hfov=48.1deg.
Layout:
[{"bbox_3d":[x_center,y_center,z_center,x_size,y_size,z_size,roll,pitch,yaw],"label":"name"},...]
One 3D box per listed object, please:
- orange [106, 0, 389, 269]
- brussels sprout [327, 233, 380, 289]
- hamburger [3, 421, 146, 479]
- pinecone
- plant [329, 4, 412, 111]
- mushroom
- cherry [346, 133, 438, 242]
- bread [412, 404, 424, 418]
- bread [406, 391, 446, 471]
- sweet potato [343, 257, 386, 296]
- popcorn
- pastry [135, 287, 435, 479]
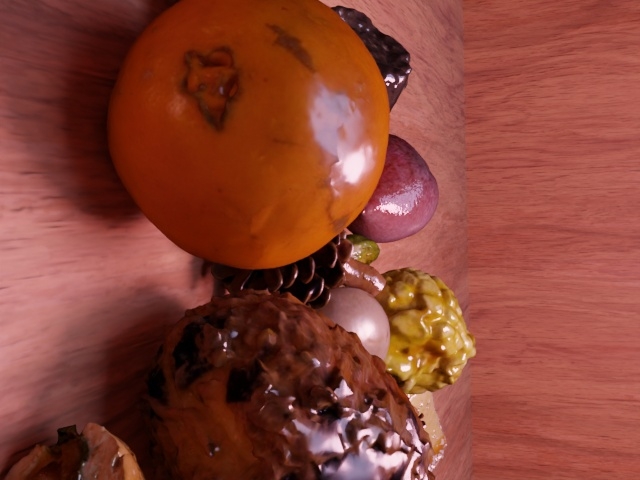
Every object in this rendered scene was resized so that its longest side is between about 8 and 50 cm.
[{"bbox_3d":[-0.075,-0.123,0.794,0.312,0.312,0.312,-1,90,-70],"label":"orange"},{"bbox_3d":[0.043,0.044,1.368,0.181,0.139,0.100,7,39,-49],"label":"brussels sprout"},{"bbox_3d":[-0.202,0.283,0.683,0.208,0.135,0.155,70,29,-46],"label":"hamburger"},{"bbox_3d":[-0.066,0.019,1.012,0.212,0.168,0.186,-2,85,-45],"label":"pinecone"},{"bbox_3d":[0.007,-0.212,1.125,0.276,0.188,0.199,-57,-179,38],"label":"plant"},{"bbox_3d":[0.009,0.150,1.224,0.215,0.207,0.207,-118,-175,-47],"label":"mushroom"},{"bbox_3d":[0.114,-0.095,1.457,0.239,0.206,0.240,8,74,-28],"label":"cherry"},{"bbox_3d":[0.056,0.358,1.236,0.274,0.149,0.274,-54,176,-6],"label":"bread"},{"bbox_3d":[0.087,0.408,1.558,0.315,0.279,0.249,-27,123,-20],"label":"bread"},{"bbox_3d":[0.000,0.000,1.236,0.281,0.059,0.067,44,56,-18],"label":"sweet potato"},{"bbox_3d":[0.165,0.183,1.393,0.257,0.224,0.270,11,118,-37],"label":"popcorn"},{"bbox_3d":[-0.027,0.246,0.865,0.292,0.337,0.405,-47,153,-3],"label":"pastry"}]
